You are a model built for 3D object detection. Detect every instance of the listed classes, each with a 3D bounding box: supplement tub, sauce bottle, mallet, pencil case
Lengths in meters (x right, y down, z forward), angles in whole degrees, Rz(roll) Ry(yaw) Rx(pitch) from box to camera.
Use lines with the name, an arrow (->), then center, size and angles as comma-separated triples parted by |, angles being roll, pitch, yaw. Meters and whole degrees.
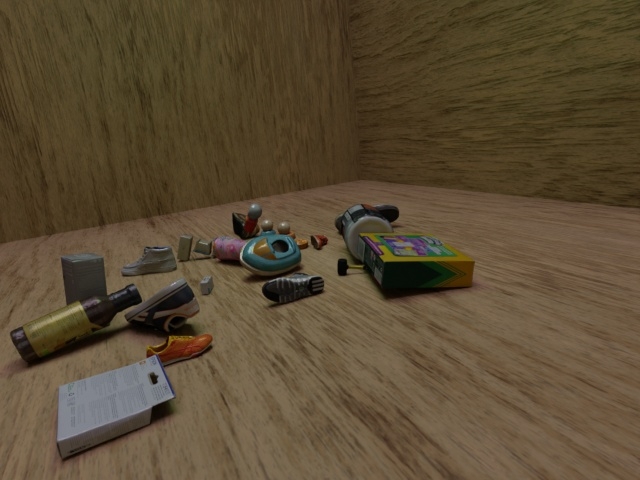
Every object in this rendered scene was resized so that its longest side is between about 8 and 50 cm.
supplement tub -> 0.196, -0.047, 1.802 | 0.206, 0.207, 0.338 | -6, 15, -1
sauce bottle -> -0.724, 0.237, 1.228 | 0.344, 0.112, 0.111 | -27, 24, -30
mallet -> 0.157, 0.115, 1.572 | 0.189, 0.063, 0.039 | 10, 16, 2
pencil case -> -0.371, 0.043, 1.862 | 0.283, 0.124, 0.124 | 7, 20, 37

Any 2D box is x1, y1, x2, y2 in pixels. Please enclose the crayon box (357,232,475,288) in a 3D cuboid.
crayon box -> 0.328, 0.065, 1.478 | 0.312, 0.106, 0.363 | 1, 15, -8

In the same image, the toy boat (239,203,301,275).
toy boat -> -0.233, -0.002, 1.681 | 0.267, 0.148, 0.318 | -15, 59, -34

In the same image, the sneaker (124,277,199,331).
sneaker -> -0.500, 0.229, 1.268 | 0.321, 0.128, 0.126 | -26, 9, 39

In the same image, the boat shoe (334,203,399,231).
boat shoe -> 0.254, -0.099, 2.171 | 0.354, 0.133, 0.130 | -14, 24, 5

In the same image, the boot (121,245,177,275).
boot -> -0.800, 0.085, 1.867 | 0.257, 0.124, 0.095 | -6, 15, -1

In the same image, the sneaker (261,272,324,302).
sneaker -> -0.112, 0.161, 1.431 | 0.228, 0.086, 0.132 | -2, 7, -26

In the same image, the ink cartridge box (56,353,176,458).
ink cartridge box -> -0.455, 0.354, 0.902 | 0.223, 0.046, 0.223 | -14, 17, -29

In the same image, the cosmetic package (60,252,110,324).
cosmetic package -> -0.776, 0.167, 1.335 | 0.127, 0.238, 0.107 | 5, 8, 42

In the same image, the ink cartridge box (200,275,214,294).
ink cartridge box -> -0.437, 0.171, 1.558 | 0.028, 0.048, 0.083 | -6, 14, 0

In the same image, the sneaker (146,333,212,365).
sneaker -> -0.376, 0.284, 1.089 | 0.175, 0.068, 0.064 | -14, 15, -32

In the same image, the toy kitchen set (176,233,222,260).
toy kitchen set -> -0.593, 0.037, 2.050 | 0.206, 0.122, 0.166 | 14, 15, -3

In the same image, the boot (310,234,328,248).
boot -> 0.000, 0.000, 2.000 | 0.084, 0.059, 0.158 | -3, 14, -7

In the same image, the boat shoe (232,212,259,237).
boat shoe -> -0.448, -0.090, 2.415 | 0.119, 0.123, 0.324 | -7, 23, -24

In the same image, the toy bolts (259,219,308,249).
toy bolts -> -0.187, -0.029, 1.976 | 0.228, 0.159, 0.218 | 4, 18, 33
